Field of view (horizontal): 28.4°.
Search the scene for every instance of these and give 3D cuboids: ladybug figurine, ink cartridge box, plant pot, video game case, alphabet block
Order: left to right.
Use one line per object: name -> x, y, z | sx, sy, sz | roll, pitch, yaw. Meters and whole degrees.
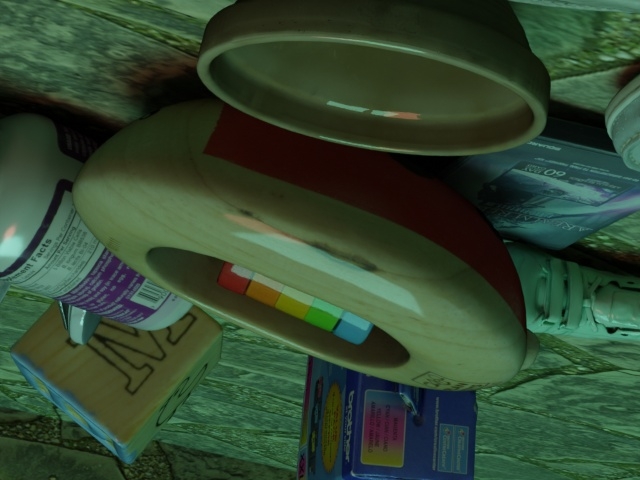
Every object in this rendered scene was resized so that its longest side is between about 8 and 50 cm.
alphabet block -> -0.261, 0.149, 1.654 | 0.193, 0.197, 0.192 | 39, 163, 5
ladybug figurine -> 0.000, 0.000, 1.162 | 0.449, 0.162, 0.305 | 24, 161, -7
plant pot -> 0.041, -0.143, 0.859 | 0.237, 0.110, 0.237 | 9, 169, 2
ink cartridge box -> 0.085, 0.176, 1.531 | 0.151, 0.270, 0.395 | 8, 162, -11
video game case -> 0.198, -0.049, 1.176 | 0.196, 0.026, 0.274 | 11, 162, -14

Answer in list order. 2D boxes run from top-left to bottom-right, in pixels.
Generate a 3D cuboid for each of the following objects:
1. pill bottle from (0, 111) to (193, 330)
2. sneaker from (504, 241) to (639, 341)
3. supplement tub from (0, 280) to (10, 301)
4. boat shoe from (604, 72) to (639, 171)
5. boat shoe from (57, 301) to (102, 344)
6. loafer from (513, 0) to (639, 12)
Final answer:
pill bottle -> -0.265, -0.028, 1.280 | 0.301, 0.169, 0.169 | 25, 156, -36
sneaker -> 0.278, 0.056, 1.329 | 0.151, 0.094, 0.256 | 3, 176, 34
supplement tub -> -0.488, -0.033, 1.343 | 0.316, 0.194, 0.193 | 22, 158, -32
boat shoe -> 0.348, -0.085, 0.897 | 0.320, 0.103, 0.118 | -6, 155, 39
boat shoe -> -0.293, 0.025, 1.489 | 0.076, 0.080, 0.229 | 19, 133, 10
loafer -> 0.074, -0.199, 0.722 | 0.319, 0.112, 0.111 | 20, 165, -4
